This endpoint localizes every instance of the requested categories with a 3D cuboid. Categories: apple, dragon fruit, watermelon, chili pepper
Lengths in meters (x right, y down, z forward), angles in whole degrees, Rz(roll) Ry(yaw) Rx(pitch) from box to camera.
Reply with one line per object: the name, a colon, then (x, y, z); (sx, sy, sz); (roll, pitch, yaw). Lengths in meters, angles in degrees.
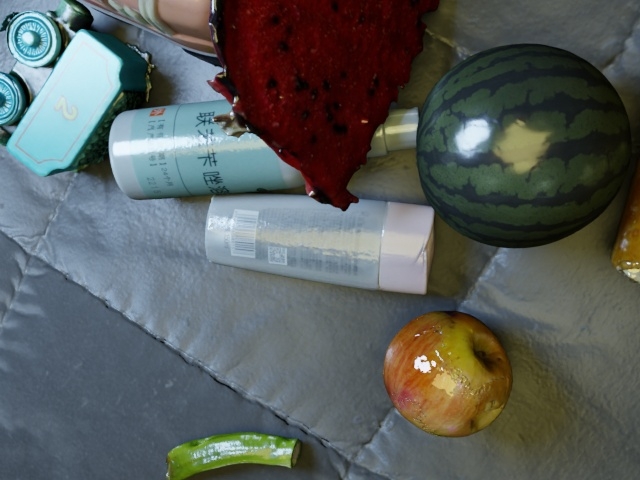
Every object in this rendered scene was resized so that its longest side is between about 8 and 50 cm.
apple: (0.145, 0.146, 0.801); (0.146, 0.146, 0.146); (2, 99, 12)
dragon fruit: (-0.008, -0.239, 0.712); (0.100, 0.282, 0.343); (14, 71, 45)
watermelon: (0.203, -0.095, 0.720); (0.212, 0.212, 0.212); (2, 99, 12)
chili pepper: (-0.123, 0.280, 0.931); (0.201, 0.050, 0.052); (-11, 59, 15)

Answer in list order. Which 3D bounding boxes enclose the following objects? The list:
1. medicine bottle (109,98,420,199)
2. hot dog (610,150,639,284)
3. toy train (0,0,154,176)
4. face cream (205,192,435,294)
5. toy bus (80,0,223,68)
medicine bottle: (-0.061, -0.113, 0.823); (0.352, 0.110, 0.110); (-4, 97, 10)
hot dog: (0.498, -0.100, 0.669); (0.367, 0.196, 0.365); (10, 96, 8)
toy train: (-0.315, -0.181, 0.871); (0.163, 0.112, 0.203); (38, 106, -1)
face cream: (0.000, 0.000, 0.847); (0.269, 0.073, 0.107); (6, 102, 11)
toy bus: (-0.177, -0.314, 0.762); (0.287, 0.232, 0.194); (27, 105, 6)
